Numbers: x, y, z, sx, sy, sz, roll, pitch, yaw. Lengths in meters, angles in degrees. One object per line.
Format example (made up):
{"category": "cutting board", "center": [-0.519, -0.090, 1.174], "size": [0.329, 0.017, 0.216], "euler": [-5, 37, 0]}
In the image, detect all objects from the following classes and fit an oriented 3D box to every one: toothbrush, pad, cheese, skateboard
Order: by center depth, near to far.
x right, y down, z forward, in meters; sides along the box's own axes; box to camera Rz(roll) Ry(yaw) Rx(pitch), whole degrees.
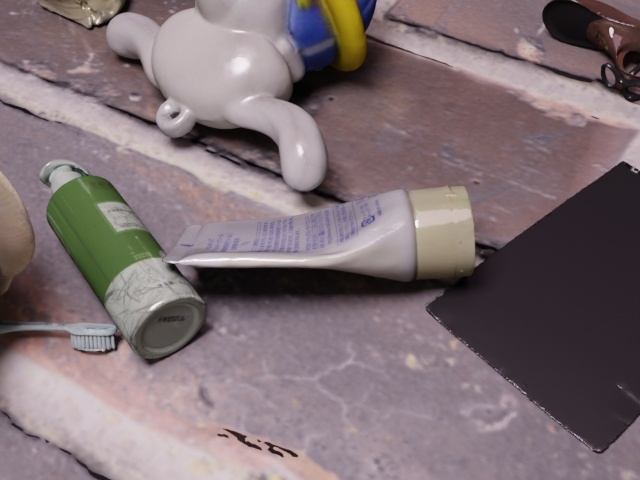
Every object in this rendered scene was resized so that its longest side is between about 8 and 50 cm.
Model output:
{"category": "toothbrush", "center": [-0.258, 0.067, 0.635], "size": [0.219, 0.019, 0.016], "euler": [2, 14, 6]}
{"category": "pad", "center": [0.221, 0.035, 0.646], "size": [0.243, 0.004, 0.163], "euler": [-33, 55, -24]}
{"category": "skateboard", "center": [0.278, -0.188, 0.809], "size": [0.151, 0.067, 0.080], "euler": [38, 69, 26]}
{"category": "cheese", "center": [-0.280, -0.291, 0.935], "size": [0.171, 0.047, 0.092], "euler": [34, 55, 28]}

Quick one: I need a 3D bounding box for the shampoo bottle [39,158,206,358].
{"category": "shampoo bottle", "center": [-0.163, 0.002, 0.661], "size": [0.065, 0.065, 0.204], "euler": [-29, 53, -21]}

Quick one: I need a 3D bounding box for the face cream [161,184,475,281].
{"category": "face cream", "center": [0.000, 0.000, 0.647], "size": [0.224, 0.070, 0.114], "euler": [-4, 13, 2]}

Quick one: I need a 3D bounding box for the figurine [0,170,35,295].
{"category": "figurine", "center": [-0.319, 0.066, 0.528], "size": [0.204, 0.185, 0.332], "euler": [18, 69, 34]}

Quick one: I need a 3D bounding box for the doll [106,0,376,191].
{"category": "doll", "center": [-0.042, -0.186, 0.753], "size": [0.242, 0.159, 0.311], "euler": [-22, 53, -17]}
